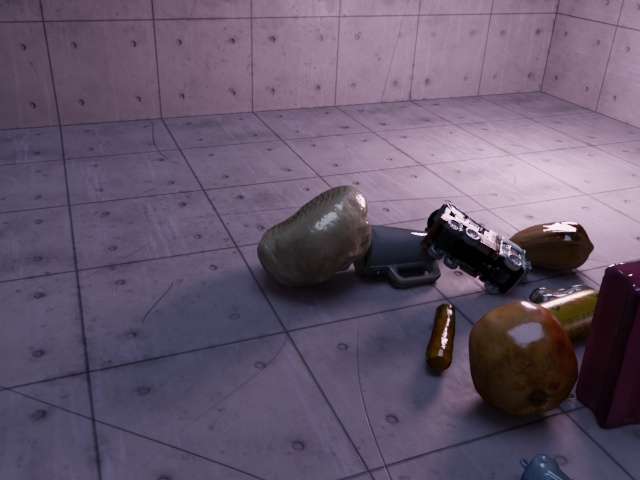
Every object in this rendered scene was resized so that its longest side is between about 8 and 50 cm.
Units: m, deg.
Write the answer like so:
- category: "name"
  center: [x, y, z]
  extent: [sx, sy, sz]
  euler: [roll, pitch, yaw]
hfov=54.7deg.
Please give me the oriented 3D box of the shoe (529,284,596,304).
- category: "shoe"
  center: [0.705, 0.179, 1.776]
  extent: [0.195, 0.074, 0.077]
  euler: [0, 39, 0]

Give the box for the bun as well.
- category: "bun"
  center: [0.000, 0.000, 1.843]
  extent: [0.365, 0.219, 0.365]
  euler: [-30, 15, 9]

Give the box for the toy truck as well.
- category: "toy truck"
  center: [0.491, 0.024, 1.886]
  extent: [0.338, 0.133, 0.184]
  euler: [31, 38, 2]

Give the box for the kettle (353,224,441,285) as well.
- category: "kettle"
  center: [0.243, 0.048, 1.916]
  extent: [0.243, 0.160, 0.210]
  euler: [1, 45, -18]

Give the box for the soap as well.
- category: "soap"
  center: [0.726, 0.227, 1.372]
  extent: [0.233, 0.359, 0.128]
  euler: [-4, 25, -13]

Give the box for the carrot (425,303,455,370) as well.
- category: "carrot"
  center: [0.316, 0.245, 1.606]
  extent: [0.070, 0.070, 0.260]
  euler: [9, 28, 12]

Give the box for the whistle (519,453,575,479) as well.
- category: "whistle"
  center: [0.468, 0.493, 1.125]
  extent: [0.180, 0.093, 0.269]
  euler: [12, 17, -43]

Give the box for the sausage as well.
- category: "sausage"
  center: [0.655, 0.209, 1.648]
  extent: [0.347, 0.123, 0.123]
  euler: [-13, 31, -26]

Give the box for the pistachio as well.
- category: "pistachio"
  center: [0.736, 0.020, 2.000]
  extent: [0.261, 0.162, 0.213]
  euler: [-1, -19, 36]

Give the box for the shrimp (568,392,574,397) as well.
- category: "shrimp"
  center: [0.562, 0.341, 1.495]
  extent: [0.091, 0.025, 0.127]
  euler: [-17, 31, -35]

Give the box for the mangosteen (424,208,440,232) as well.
- category: "mangosteen"
  center: [0.422, -0.037, 2.114]
  extent: [0.137, 0.137, 0.151]
  euler: [26, 70, 37]

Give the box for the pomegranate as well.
- category: "pomegranate"
  center: [0.448, 0.258, 1.410]
  extent: [0.229, 0.252, 0.270]
  euler: [-16, 29, 8]
